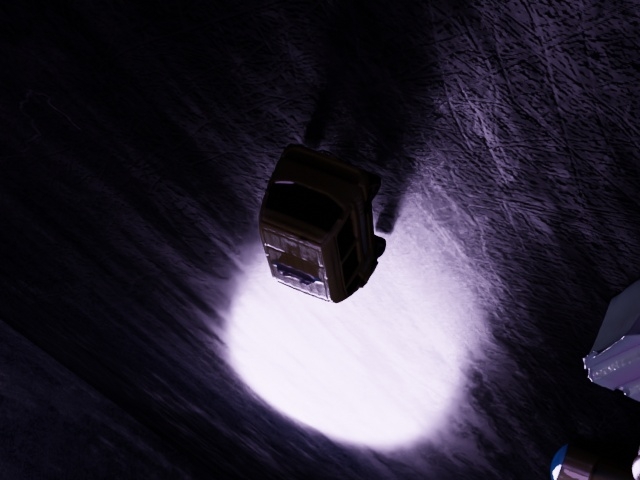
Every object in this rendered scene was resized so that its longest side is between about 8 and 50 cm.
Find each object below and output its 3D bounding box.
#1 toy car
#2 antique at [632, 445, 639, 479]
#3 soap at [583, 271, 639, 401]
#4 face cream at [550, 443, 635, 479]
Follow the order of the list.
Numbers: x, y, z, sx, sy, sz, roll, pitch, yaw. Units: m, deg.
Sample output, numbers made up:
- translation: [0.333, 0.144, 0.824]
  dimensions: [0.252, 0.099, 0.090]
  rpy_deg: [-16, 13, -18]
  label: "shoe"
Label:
- translation: [0.000, 0.000, 1.398]
  dimensions: [0.101, 0.124, 0.256]
  rpy_deg: [22, 159, 14]
  label: "toy car"
- translation: [0.488, 0.264, 1.478]
  dimensions: [0.223, 0.129, 0.278]
  rpy_deg: [34, 159, -22]
  label: "antique"
- translation: [0.353, 0.095, 1.271]
  dimensions: [0.145, 0.091, 0.230]
  rpy_deg: [24, 160, -4]
  label: "soap"
- translation: [0.462, 0.360, 1.847]
  dimensions: [0.285, 0.067, 0.139]
  rpy_deg: [17, 170, 24]
  label: "face cream"
